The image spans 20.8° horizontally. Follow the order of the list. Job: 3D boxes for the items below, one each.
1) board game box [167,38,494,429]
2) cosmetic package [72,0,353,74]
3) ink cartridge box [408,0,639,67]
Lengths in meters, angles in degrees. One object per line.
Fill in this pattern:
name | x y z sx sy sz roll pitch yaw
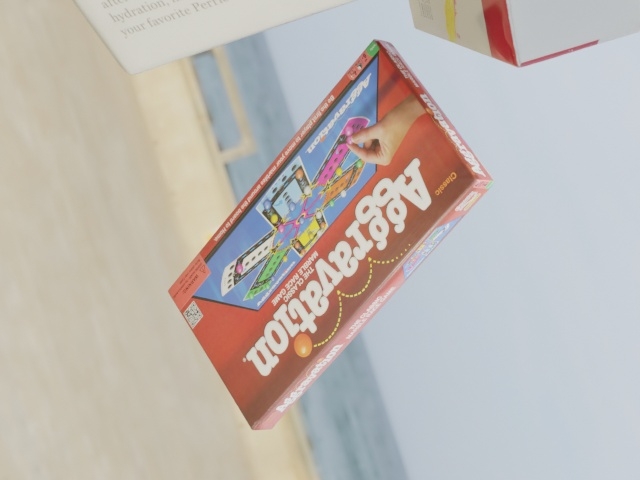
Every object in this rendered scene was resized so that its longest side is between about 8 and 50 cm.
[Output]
board game box | 0.000 0.000 1.315 0.027 0.281 0.145 2 46 -50
cosmetic package | -0.122 -0.335 1.004 0.453 0.230 0.161 56 34 -34
ink cartridge box | 0.147 -0.215 1.268 0.176 0.128 0.127 -146 -140 -62
